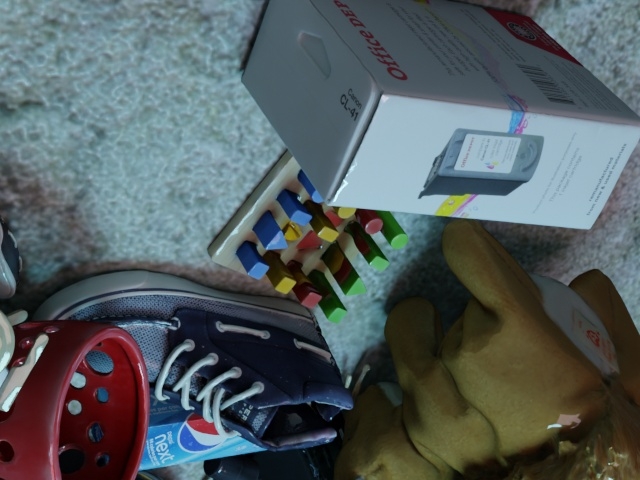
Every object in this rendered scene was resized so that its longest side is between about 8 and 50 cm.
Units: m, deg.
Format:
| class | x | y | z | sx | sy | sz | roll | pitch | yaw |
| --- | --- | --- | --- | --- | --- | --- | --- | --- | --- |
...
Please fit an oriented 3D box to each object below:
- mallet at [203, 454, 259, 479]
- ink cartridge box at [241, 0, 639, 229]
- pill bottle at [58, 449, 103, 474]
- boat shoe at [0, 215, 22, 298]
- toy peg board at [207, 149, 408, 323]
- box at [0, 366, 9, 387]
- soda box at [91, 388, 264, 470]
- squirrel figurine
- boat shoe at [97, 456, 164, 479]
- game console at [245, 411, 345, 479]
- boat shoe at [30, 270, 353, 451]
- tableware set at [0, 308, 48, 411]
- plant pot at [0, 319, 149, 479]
| class | x | y | z | sx | sy | sz | roll | pitch | yaw |
| --- | --- | --- | --- | --- | --- | --- | --- | --- | --- |
| mallet | -0.142 | 0.318 | 1.852 | 0.062 | 0.039 | 0.190 | 17 | 121 | -33 |
| ink cartridge box | 0.111 | -0.129 | 1.470 | 0.306 | 0.226 | 0.131 | 4 | 124 | -31 |
| pill bottle | -0.319 | 0.319 | 1.671 | 0.123 | 0.123 | 0.219 | 14 | 132 | -38 |
| boat shoe | -0.308 | -0.001 | 1.472 | 0.046 | 0.038 | 0.125 | -2 | 132 | 14 |
| toy peg board | 0.000 | 0.000 | 1.623 | 0.160 | 0.079 | 0.161 | 24 | 112 | -42 |
| box | -0.392 | 0.075 | 1.384 | 0.181 | 0.182 | 0.119 | -27 | 136 | -8 |
| soda box | -0.138 | 0.195 | 1.717 | 0.210 | 0.071 | 0.067 | -6 | 130 | -26 |
| squirrel figurine | 0.177 | 0.238 | 1.723 | 0.370 | 0.397 | 0.281 | -42 | 147 | 27 |
| boat shoe | -0.176 | 0.322 | 1.761 | 0.233 | 0.079 | 0.084 | 49 | 51 | -35 |
| game console | -0.023 | 0.250 | 1.877 | 0.107 | 0.071 | 0.122 | -51 | 144 | -27 |
| boat shoe | -0.119 | 0.130 | 1.609 | 0.340 | 0.158 | 0.127 | 4 | 125 | -33 |
| tableware set | -0.324 | 0.124 | 1.309 | 0.128 | 0.039 | 0.194 | 25 | 105 | -27 |
| plant pot | -0.276 | 0.167 | 1.476 | 0.174 | 0.191 | 0.191 | 3 | 140 | 21 |
